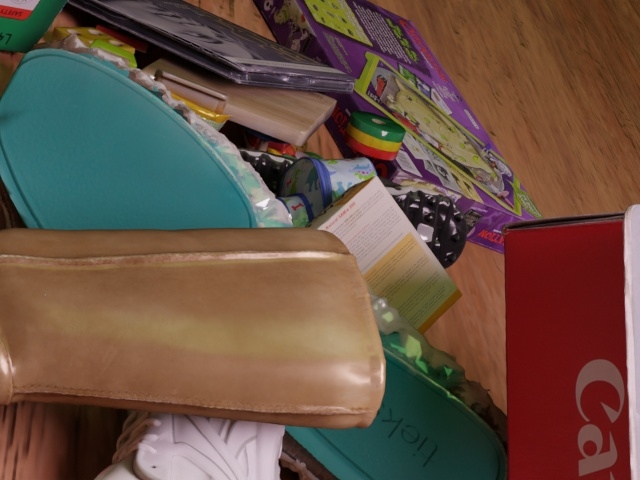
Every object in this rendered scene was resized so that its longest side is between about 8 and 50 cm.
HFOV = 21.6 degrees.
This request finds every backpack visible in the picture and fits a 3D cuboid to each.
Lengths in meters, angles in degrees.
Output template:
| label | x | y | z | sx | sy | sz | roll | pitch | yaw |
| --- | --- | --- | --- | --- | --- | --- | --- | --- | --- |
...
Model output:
| label | x | y | z | sx | sy | sz | roll | pitch | yaw |
| --- | --- | --- | --- | --- | --- | --- | --- | --- | --- |
| backpack | 0.000 | 0.000 | 1.143 | 0.084 | 0.105 | 0.114 | 0 | 83 | -21 |

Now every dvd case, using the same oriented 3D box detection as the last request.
| label | x | y | z | sx | sy | sz | roll | pitch | yaw |
| --- | --- | --- | --- | --- | --- | --- | --- | --- | --- |
| dvd case | -0.100 | -0.169 | 1.363 | 0.221 | 0.018 | 0.164 | 28 | 16 | 29 |

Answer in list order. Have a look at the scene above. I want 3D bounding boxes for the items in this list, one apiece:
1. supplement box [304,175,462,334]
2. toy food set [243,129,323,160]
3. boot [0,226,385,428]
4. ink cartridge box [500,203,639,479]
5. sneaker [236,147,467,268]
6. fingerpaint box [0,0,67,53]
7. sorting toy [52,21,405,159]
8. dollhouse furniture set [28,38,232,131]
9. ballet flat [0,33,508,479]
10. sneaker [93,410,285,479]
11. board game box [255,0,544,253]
| label | x | y | z | sx | sy | sz | roll | pitch | yaw |
| --- | --- | --- | --- | --- | --- | --- | --- | --- | --- |
| supplement box | 0.036 | 0.017 | 1.074 | 0.062 | 0.036 | 0.098 | -41 | 100 | -32 |
| toy food set | -0.027 | -0.072 | 1.382 | 0.082 | 0.020 | 0.083 | 47 | 24 | 19 |
| boot | -0.122 | 0.009 | 0.893 | 0.270 | 0.089 | 0.236 | 0 | 49 | -18 |
| ink cartridge box | 0.193 | 0.142 | 0.964 | 0.272 | 0.130 | 0.309 | 9 | 79 | -50 |
| sneaker | -0.014 | -0.023 | 1.252 | 0.234 | 0.078 | 0.106 | 10 | 6 | -22 |
| fingerpaint box | -0.401 | -0.316 | 1.098 | 0.371 | 0.163 | 0.445 | 50 | 25 | 23 |
| sorting toy | -0.075 | -0.103 | 1.303 | 0.274 | 0.046 | 0.132 | 21 | 18 | 5 |
| dollhouse furniture set | -0.141 | -0.088 | 1.180 | 0.152 | 0.076 | 0.058 | 21 | 25 | -14 |
| ballet flat | -0.048 | 0.049 | 1.036 | 0.409 | 0.147 | 0.147 | 44 | 23 | 5 |
| sneaker | -0.076 | 0.120 | 0.878 | 0.115 | 0.090 | 0.232 | 16 | 31 | -35 |
| board game box | 0.071 | -0.130 | 1.606 | 0.208 | 0.056 | 0.347 | 15 | 32 | -36 |
